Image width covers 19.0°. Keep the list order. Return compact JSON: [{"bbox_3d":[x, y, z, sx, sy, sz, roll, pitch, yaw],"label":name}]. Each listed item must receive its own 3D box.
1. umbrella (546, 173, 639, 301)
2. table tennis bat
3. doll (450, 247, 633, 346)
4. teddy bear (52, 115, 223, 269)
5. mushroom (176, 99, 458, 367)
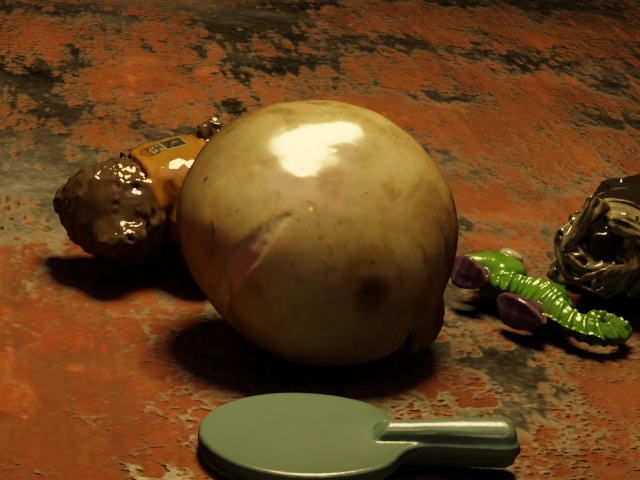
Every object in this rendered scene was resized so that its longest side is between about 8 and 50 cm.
[{"bbox_3d":[0.302,-0.006,1.881,0.113,0.106,0.357,20,14,11],"label":"umbrella"},{"bbox_3d":[0.028,0.148,1.409,0.237,0.038,0.149,0,18,-3],"label":"table tennis bat"},{"bbox_3d":[0.198,0.053,1.719,0.115,0.050,0.190,-1,23,-39],"label":"doll"},{"bbox_3d":[-0.144,-0.033,1.743,0.190,0.140,0.177,-15,30,-29],"label":"teddy bear"},{"bbox_3d":[0.000,0.000,1.602,0.255,0.184,0.255,18,48,-21],"label":"mushroom"}]
